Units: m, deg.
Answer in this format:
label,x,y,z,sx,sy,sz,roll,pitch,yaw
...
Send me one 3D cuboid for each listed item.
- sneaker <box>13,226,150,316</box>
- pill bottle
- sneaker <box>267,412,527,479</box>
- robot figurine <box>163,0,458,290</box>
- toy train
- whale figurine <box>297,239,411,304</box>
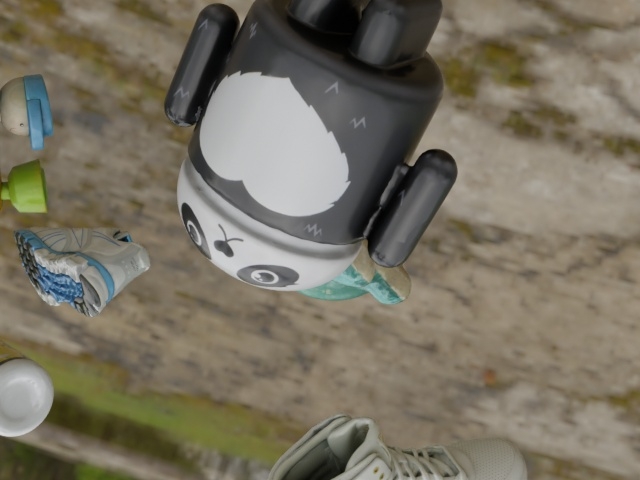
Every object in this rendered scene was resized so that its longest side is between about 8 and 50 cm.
label,x,y,z,sx,sy,sz,roll,pitch,yaw
sneaker,-0.213,0.017,1.415,0.190,0.083,0.071,19,134,54
pill bottle,-0.431,0.180,2.031,0.103,0.103,0.184,32,173,-39
sneaker,0.082,0.235,1.546,0.108,0.292,0.169,49,152,43
robot figurine,-0.009,-0.091,1.257,0.173,0.278,0.209,12,-151,-30
toy train,-0.297,-0.035,1.339,0.143,0.105,0.248,-7,130,-11
whale figurine,0.000,0.000,1.647,0.216,0.141,0.272,47,-171,-7
